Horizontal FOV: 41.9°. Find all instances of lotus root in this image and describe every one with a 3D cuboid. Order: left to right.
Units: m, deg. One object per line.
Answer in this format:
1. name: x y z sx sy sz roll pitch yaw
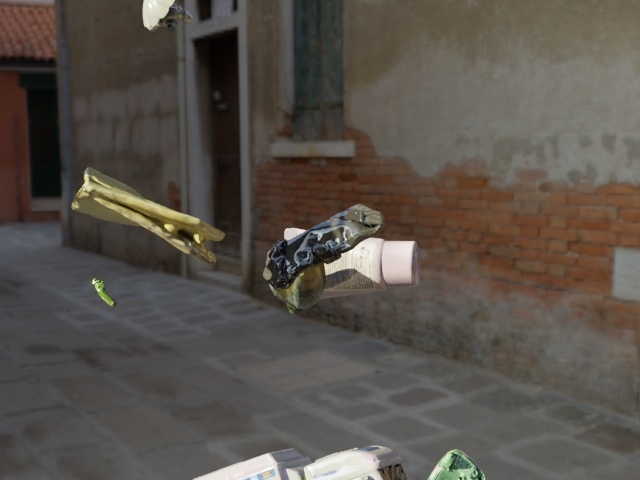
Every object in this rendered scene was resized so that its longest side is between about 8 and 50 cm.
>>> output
1. lotus root: -0.046 0.075 1.608 0.113 0.192 0.088 17 54 14

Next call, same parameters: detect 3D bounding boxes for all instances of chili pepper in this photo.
1. chili pepper: -0.440 0.103 1.686 0.083 0.022 0.027 47 31 25

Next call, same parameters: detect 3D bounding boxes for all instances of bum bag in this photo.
1. bum bag: 0.000 0.000 1.217 0.197 0.049 0.087 -28 33 0

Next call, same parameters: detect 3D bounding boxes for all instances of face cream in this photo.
1. face cream: 0.059 0.050 1.672 0.273 0.154 0.096 -1 6 17

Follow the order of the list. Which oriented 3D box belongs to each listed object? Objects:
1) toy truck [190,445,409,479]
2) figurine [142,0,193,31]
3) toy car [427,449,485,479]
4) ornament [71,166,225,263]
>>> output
1. toy truck: -0.030 0.289 0.851 0.268 0.155 0.124 -24 -16 15
2. figurine: -0.264 -0.390 1.425 0.094 0.086 0.082 -36 -33 26
3. toy car: 0.211 0.479 1.495 0.224 0.090 0.076 -47 1 -38
4. ornament: -0.228 -0.038 1.016 0.201 0.059 0.180 21 -5 25
